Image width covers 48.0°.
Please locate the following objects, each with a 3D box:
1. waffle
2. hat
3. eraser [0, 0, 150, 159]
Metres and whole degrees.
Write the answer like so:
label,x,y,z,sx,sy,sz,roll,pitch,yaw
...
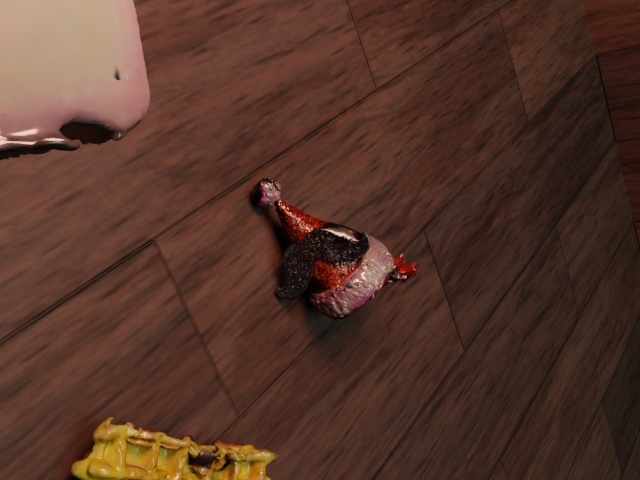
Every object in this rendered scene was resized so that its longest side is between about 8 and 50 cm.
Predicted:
label,x,y,z,sx,sy,sz,roll,pitch,yaw
waffle,-0.152,0.302,0.770,0.283,0.065,0.309,-37,118,-42
hat,0.001,0.001,0.937,0.227,0.140,0.129,46,43,-21
eraser,-0.309,-0.083,0.388,0.272,0.359,0.122,-13,98,-48
